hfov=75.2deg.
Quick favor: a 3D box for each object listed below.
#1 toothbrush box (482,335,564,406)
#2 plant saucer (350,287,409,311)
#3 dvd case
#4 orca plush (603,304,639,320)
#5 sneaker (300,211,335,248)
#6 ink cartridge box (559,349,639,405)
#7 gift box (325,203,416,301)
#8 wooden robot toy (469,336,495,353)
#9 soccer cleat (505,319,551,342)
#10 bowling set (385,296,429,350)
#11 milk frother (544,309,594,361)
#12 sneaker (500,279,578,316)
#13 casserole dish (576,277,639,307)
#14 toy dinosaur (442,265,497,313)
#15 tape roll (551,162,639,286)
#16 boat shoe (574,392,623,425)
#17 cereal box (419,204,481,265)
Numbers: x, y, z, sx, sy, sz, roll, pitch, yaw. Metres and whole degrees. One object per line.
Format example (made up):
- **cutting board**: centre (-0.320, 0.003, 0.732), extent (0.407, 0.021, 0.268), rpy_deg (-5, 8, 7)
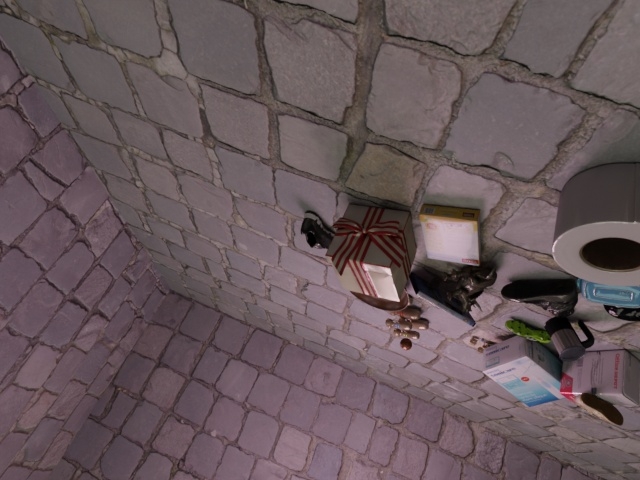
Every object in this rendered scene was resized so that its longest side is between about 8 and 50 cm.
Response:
- **toothbrush box**: centre (0.861, 0.542, 1.730), extent (0.295, 0.126, 0.216), rpy_deg (39, 133, -12)
- **plant saucer**: centre (0.236, 0.189, 1.774), extent (0.310, 0.050, 0.311), rpy_deg (22, 146, 15)
- **dvd case**: centre (0.456, 0.221, 1.579), extent (0.252, 0.022, 0.180), rpy_deg (29, -164, -6)
- **orca plush**: centre (0.990, 0.238, 1.207), extent (0.287, 0.102, 0.151), rpy_deg (17, 151, 17)
- **sneaker**: centre (0.000, 0.000, 1.614), extent (0.078, 0.106, 0.234), rpy_deg (-6, 139, 46)
- **ink cartridge box**: centre (1.043, 0.513, 1.557), extent (0.100, 0.172, 0.237), rpy_deg (33, 151, -14)
- **gift box**: centre (0.179, 0.048, 1.385), extent (0.254, 0.277, 0.258), rpy_deg (5, 145, 25)
- **wooden robot toy**: centre (0.757, 0.500, 1.885), extent (0.173, 0.076, 0.079), rpy_deg (17, 162, 17)
- **soccer cleat**: centre (0.802, 0.361, 1.621), extent (0.178, 0.060, 0.072), rpy_deg (19, 153, 7)
- **bowling set**: centre (0.360, 0.386, 1.889), extent (0.154, 0.200, 0.287), rpy_deg (1, 140, 40)
- **milk frother**: centre (0.838, 0.311, 1.421), extent (0.143, 0.135, 0.129), rpy_deg (36, 120, -24)
- **sneaker**: centre (0.723, 0.195, 1.372), extent (0.227, 0.087, 0.130), rpy_deg (-9, 131, 39)
- **casserole dish**: centre (0.847, 0.144, 1.201), extent (0.188, 0.037, 0.114), rpy_deg (5, 127, 37)
- **toy dinosaur**: centre (0.527, 0.135, 1.428), extent (0.160, 0.121, 0.314), rpy_deg (-2, 144, -14)
- **tape roll**: centre (0.672, -0.031, 0.945), extent (0.245, 0.169, 0.246), rpy_deg (20, 151, 12)
- **boat shoe**: centre (1.005, 0.609, 1.506), extent (0.170, 0.063, 0.059), rpy_deg (33, 155, 6)
- **cereal box**: centre (0.414, -0.013, 1.315), extent (0.172, 0.047, 0.240), rpy_deg (9, 148, 27)
